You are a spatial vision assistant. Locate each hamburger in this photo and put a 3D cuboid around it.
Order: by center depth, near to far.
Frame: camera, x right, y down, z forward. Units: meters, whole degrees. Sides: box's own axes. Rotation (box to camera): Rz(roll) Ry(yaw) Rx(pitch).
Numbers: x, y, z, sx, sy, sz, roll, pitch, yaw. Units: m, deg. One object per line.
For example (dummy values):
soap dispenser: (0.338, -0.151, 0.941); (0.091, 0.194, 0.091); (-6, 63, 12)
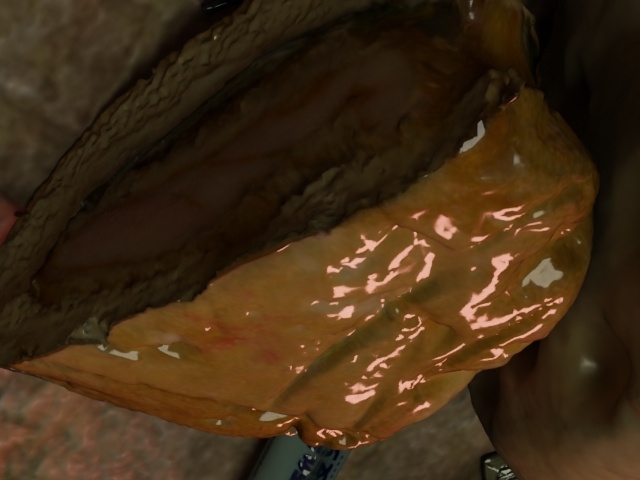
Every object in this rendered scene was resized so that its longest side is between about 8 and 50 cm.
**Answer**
hamburger: (0.002, 0.003, 0.703); (0.330, 0.162, 0.209); (-29, 137, 27)

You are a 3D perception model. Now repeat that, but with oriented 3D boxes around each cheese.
cheese: (0.176, 0.047, 0.691); (0.129, 0.351, 0.328); (4, 122, -14)

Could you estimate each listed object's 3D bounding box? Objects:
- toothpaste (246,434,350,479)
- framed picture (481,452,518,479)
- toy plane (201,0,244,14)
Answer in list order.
toothpaste: (0.013, 0.094, 0.850); (0.075, 0.048, 0.297); (18, 111, -28)
framed picture: (0.265, 0.210, 1.020); (0.296, 0.019, 0.232); (-15, 124, -9)
toy plane: (0.003, -0.159, 0.692); (0.145, 0.037, 0.060); (-20, 129, -4)
